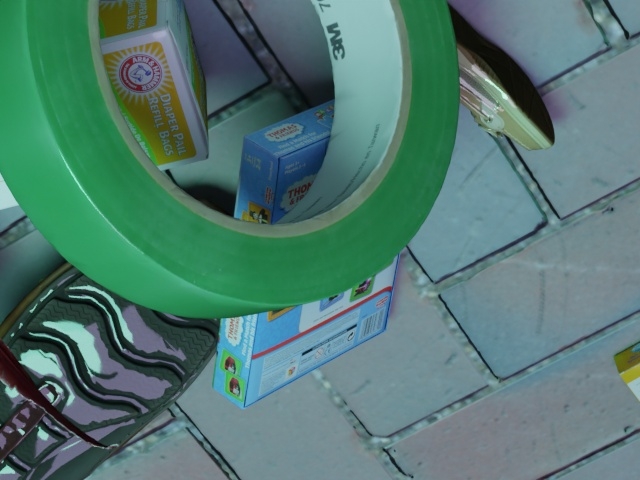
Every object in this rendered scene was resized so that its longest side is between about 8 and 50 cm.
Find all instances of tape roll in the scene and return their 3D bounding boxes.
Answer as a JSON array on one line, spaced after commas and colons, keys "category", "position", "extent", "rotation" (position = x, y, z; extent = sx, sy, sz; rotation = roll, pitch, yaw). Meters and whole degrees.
[{"category": "tape roll", "position": [-0.059, -0.114, 1.199], "extent": [0.321, 0.321, 0.077], "rotation": [38, 152, -26]}]

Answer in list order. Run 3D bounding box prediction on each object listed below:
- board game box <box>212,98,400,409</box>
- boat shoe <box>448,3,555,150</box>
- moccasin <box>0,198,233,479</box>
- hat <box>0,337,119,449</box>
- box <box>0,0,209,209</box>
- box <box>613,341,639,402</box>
[{"category": "board game box", "position": [0.000, 0.000, 1.377], "extent": [0.160, 0.039, 0.211], "rotation": [-26, 137, -42]}, {"category": "boat shoe", "position": [0.104, -0.112, 1.362], "extent": [0.153, 0.056, 0.048], "rotation": [39, 122, -25]}, {"category": "moccasin", "position": [-0.194, 0.117, 1.436], "extent": [0.139, 0.147, 0.380], "rotation": [37, 101, -9]}, {"category": "hat", "position": [-0.248, 0.058, 1.360], "extent": [0.183, 0.208, 0.173], "rotation": [10, 154, -20]}, {"category": "box", "position": [-0.183, -0.101, 1.302], "extent": [0.203, 0.114, 0.103], "rotation": [-13, 122, 5]}, {"category": "box", "position": [0.303, 0.124, 1.553], "extent": [0.081, 0.028, 0.136], "rotation": [-31, 123, 14]}]
